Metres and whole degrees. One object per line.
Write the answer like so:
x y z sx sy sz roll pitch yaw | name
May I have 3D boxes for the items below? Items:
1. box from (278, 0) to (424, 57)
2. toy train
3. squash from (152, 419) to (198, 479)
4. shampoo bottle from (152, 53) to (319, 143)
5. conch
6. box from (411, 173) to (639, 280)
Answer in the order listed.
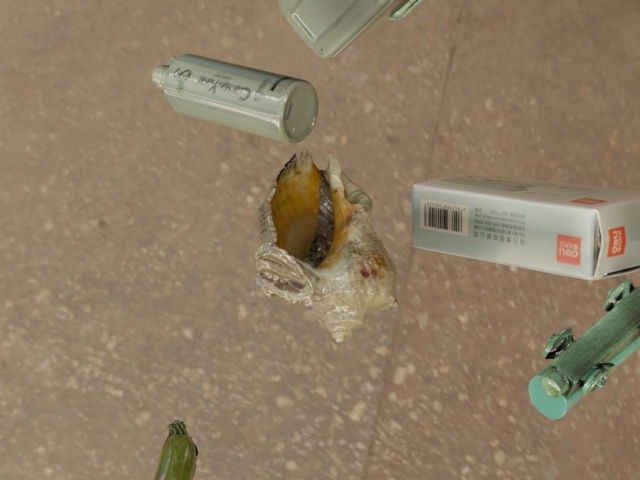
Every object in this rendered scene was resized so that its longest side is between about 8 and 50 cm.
0.069 -0.393 1.526 0.182 0.312 0.175 -43 96 -23 | box
0.399 0.159 1.506 0.248 0.159 0.101 -34 65 -25 | toy train
-0.179 0.287 1.265 0.052 0.052 0.183 -15 27 14 | squash
-0.128 -0.197 1.413 0.262 0.085 0.085 19 76 33 | shampoo bottle
0.000 0.000 1.221 0.163 0.178 0.245 -12 63 23 | conch
0.240 -0.021 1.175 0.269 0.135 0.079 12 107 49 | box
